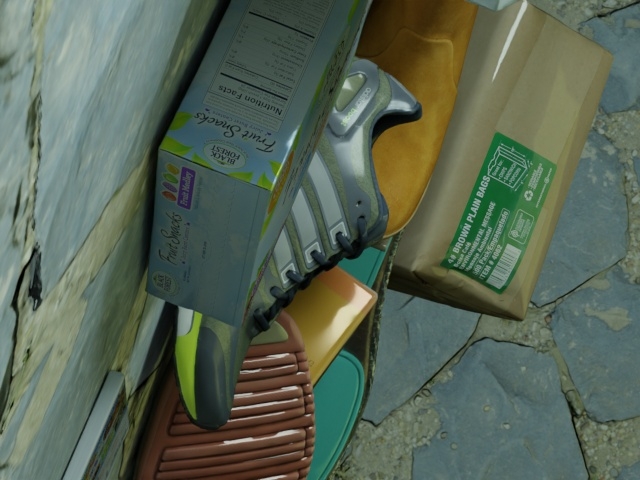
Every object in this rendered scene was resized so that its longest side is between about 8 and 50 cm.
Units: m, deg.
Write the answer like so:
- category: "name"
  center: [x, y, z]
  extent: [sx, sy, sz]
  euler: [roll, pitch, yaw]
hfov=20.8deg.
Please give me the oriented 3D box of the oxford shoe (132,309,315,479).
- category: "oxford shoe"
  center: [-0.102, 0.188, 1.417]
  extent: [0.146, 0.140, 0.397]
  euler: [-118, -146, -50]

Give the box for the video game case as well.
- category: "video game case"
  center: [-0.140, 0.136, 1.072]
  extent: [0.122, 0.011, 0.087]
  euler: [104, 8, -69]

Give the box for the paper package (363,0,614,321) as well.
- category: "paper package"
  center: [0.139, -0.102, 1.954]
  extent: [0.309, 0.168, 0.324]
  euler: [12, -101, 60]

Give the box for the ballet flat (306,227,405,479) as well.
- category: "ballet flat"
  center: [-0.015, 0.079, 1.827]
  extent: [0.182, 0.164, 0.482]
  euler: [-133, -119, -76]

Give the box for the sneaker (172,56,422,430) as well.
- category: "sneaker"
  center: [-0.020, -0.004, 1.230]
  extent: [0.111, 0.121, 0.300]
  euler: [85, 26, -83]

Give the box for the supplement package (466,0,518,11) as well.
- category: "supplement package"
  center: [0.082, -0.246, 0.866]
  extent: [0.194, 0.149, 0.203]
  euler: [-36, 148, -63]

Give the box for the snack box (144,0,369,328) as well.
- category: "snack box"
  center: [-0.031, -0.080, 1.002]
  extent: [0.174, 0.070, 0.207]
  euler: [106, 4, -61]

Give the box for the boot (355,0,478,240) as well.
- category: "boot"
  center: [0.078, -0.163, 1.450]
  extent: [0.211, 0.104, 0.295]
  euler: [120, -16, -71]

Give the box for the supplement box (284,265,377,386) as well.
- category: "supplement box"
  center: [-0.044, 0.127, 1.653]
  extent: [0.233, 0.078, 0.080]
  euler: [-52, 176, -20]

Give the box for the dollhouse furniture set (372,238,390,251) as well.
- category: "dollhouse furniture set"
  center: [0.000, 0.000, 1.629]
  extent: [0.144, 0.123, 0.151]
  euler: [-66, 175, -53]
